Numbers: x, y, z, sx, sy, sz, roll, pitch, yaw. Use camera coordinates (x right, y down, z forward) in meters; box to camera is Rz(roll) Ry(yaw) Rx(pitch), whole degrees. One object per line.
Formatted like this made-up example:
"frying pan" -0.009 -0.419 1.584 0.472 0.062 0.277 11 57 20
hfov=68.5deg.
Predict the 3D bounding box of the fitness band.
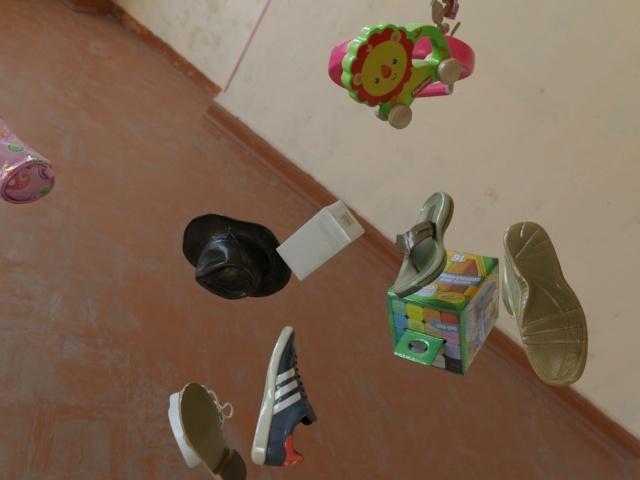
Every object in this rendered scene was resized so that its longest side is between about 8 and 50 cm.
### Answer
"fitness band" 0.152 -0.336 0.921 0.290 0.054 0.209 8 1 37

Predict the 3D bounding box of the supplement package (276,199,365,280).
"supplement package" 0.000 0.000 1.161 0.105 0.179 0.105 52 26 2

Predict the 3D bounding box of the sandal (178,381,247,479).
"sandal" -0.234 0.387 0.913 0.240 0.079 0.088 65 33 -15

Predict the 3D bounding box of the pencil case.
"pencil case" -0.685 -0.201 0.980 0.284 0.124 0.124 42 29 13

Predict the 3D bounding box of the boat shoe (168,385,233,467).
"boat shoe" -0.322 0.487 1.301 0.156 0.367 0.136 -23 96 -16

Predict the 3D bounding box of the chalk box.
"chalk box" 0.271 0.167 1.070 0.180 0.179 0.289 10 33 37

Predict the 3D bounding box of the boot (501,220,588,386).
"boot" 0.370 0.123 0.805 0.203 0.095 0.262 52 27 -61

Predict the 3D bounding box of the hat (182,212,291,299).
"hat" -0.256 0.083 1.312 0.331 0.331 0.134 31 42 -8

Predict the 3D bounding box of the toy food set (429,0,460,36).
"toy food set" 0.221 -0.409 0.839 0.019 0.078 0.122 34 -2 27

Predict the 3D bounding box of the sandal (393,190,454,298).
"sandal" 0.195 -0.002 0.959 0.086 0.120 0.303 38 45 -15

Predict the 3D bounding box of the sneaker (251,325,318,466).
"sneaker" -0.074 0.401 1.221 0.148 0.131 0.350 12 62 -4

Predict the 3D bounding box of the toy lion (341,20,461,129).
"toy lion" 0.069 -0.157 0.424 0.096 0.100 0.034 46 3 -44
